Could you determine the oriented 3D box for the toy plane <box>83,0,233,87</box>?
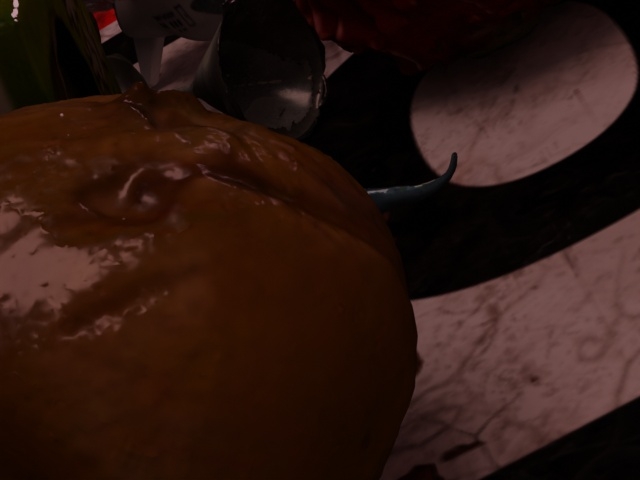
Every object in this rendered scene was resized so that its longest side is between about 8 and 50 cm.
[{"bbox_3d":[-0.107,-0.206,1.350,0.252,0.118,0.252,-11,-5,-1],"label":"toy plane"}]

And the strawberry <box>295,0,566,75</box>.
[{"bbox_3d":[0.081,-0.312,1.145,0.317,0.345,0.295,-21,30,21],"label":"strawberry"}]

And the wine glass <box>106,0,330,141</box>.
[{"bbox_3d":[-0.097,-0.114,1.265,0.183,0.122,0.122,-8,37,40],"label":"wine glass"}]

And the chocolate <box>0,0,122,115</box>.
[{"bbox_3d":[-0.201,-0.058,1.101,0.137,0.301,0.289,-17,31,3],"label":"chocolate"}]

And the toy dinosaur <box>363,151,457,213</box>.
[{"bbox_3d":[0.000,0.000,1.059,0.197,0.045,0.080,-30,18,14],"label":"toy dinosaur"}]

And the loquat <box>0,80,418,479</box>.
[{"bbox_3d":[-0.091,0.070,0.818,0.276,0.284,0.276,0,24,0],"label":"loquat"}]

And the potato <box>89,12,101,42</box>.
[{"bbox_3d":[-0.272,-0.132,1.428,0.165,0.165,0.262,-10,41,36],"label":"potato"}]
